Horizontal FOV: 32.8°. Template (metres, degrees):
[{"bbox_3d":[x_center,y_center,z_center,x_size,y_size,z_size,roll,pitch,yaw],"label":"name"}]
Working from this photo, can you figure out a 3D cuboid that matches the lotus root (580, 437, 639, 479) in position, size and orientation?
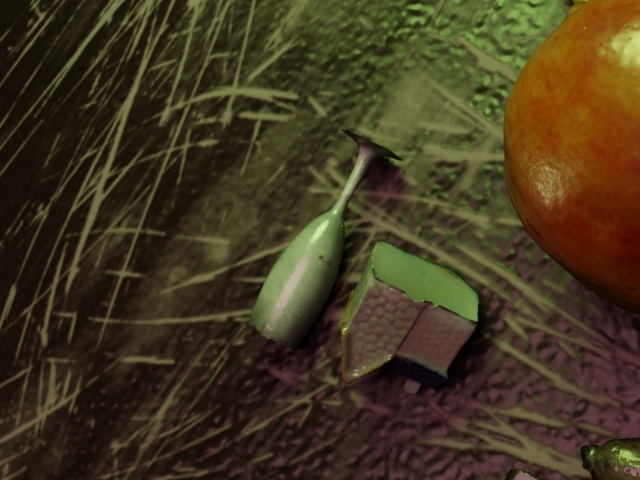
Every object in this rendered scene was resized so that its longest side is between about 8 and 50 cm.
[{"bbox_3d":[0.243,0.176,0.817,0.099,0.054,0.049,9,60,25],"label":"lotus root"}]

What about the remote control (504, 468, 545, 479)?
[{"bbox_3d":[0.130,0.301,0.852,0.063,0.025,0.245,21,86,23],"label":"remote control"}]

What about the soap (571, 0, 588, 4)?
[{"bbox_3d":[0.266,-0.200,0.915,0.089,0.033,0.168,-31,66,12],"label":"soap"}]

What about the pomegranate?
[{"bbox_3d":[0.254,-0.082,0.787,0.252,0.229,0.270,-49,52,15],"label":"pomegranate"}]

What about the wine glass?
[{"bbox_3d":[0.000,0.000,0.968,0.066,0.066,0.198,28,90,27],"label":"wine glass"}]

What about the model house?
[{"bbox_3d":[0.069,0.072,0.913,0.101,0.087,0.100,24,113,-4],"label":"model house"}]
